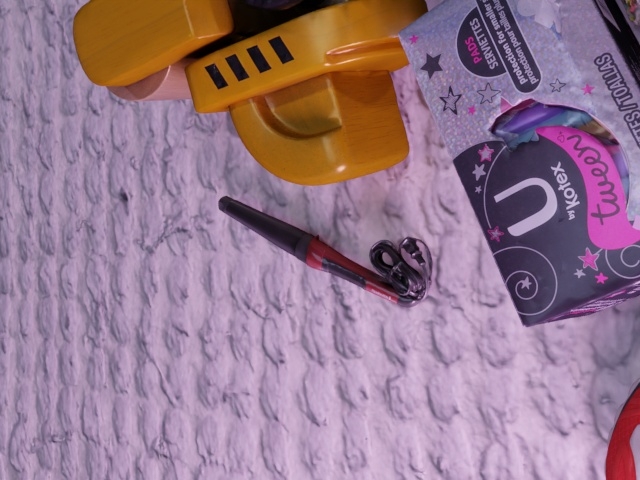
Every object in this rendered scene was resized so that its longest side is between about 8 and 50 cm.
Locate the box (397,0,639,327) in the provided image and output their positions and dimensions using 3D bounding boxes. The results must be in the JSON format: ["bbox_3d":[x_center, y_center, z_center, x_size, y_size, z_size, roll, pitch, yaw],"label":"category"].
[{"bbox_3d":[0.188,-0.074,0.585,0.142,0.163,0.247,-30,72,30],"label":"box"}]

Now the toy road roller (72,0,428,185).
[{"bbox_3d":[-0.051,-0.162,0.743,0.330,0.202,0.240,-12,94,34],"label":"toy road roller"}]

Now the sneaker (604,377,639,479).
[{"bbox_3d":[0.283,0.102,0.544,0.107,0.118,0.279,38,110,31],"label":"sneaker"}]

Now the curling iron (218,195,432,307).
[{"bbox_3d":[0.000,0.000,0.799,0.274,0.035,0.068,20,97,33],"label":"curling iron"}]

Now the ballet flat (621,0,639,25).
[{"bbox_3d":[0.253,-0.232,0.595,0.091,0.077,0.241,-40,68,28],"label":"ballet flat"}]
